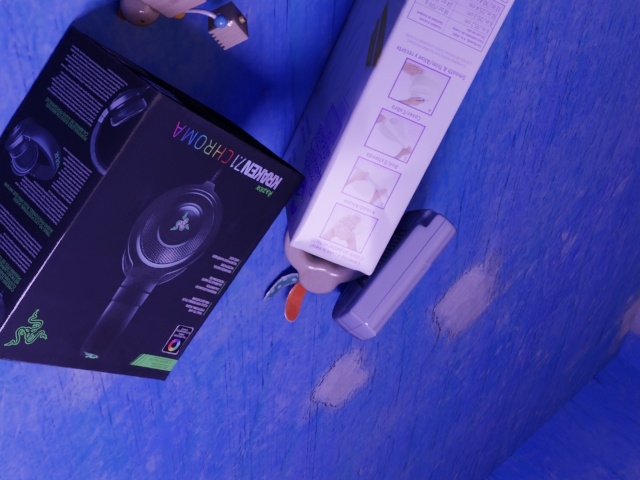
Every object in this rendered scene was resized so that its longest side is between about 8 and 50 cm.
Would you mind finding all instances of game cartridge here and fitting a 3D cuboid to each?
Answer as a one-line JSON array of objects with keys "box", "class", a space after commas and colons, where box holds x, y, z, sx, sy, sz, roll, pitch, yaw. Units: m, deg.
[{"box": [0.093, 0.046, 1.234, 0.196, 0.060, 0.294, -48, -179, 1], "class": "game cartridge"}]

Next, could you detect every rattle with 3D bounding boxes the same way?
[{"box": [0.000, 0.000, 1.217, 0.130, 0.142, 0.199, 8, 139, -21], "class": "rattle"}]

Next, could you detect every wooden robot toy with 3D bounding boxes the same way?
[{"box": [-0.140, -0.218, 0.774, 0.079, 0.076, 0.173, -23, 159, 22], "class": "wooden robot toy"}]

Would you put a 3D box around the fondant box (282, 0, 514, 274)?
[{"box": [0.067, -0.164, 0.924, 0.096, 0.238, 0.330, 20, 111, -13], "class": "fondant box"}]

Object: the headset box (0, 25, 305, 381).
[{"box": [-0.192, -0.010, 0.837, 0.283, 0.131, 0.246, -54, 150, 5], "class": "headset box"}]
